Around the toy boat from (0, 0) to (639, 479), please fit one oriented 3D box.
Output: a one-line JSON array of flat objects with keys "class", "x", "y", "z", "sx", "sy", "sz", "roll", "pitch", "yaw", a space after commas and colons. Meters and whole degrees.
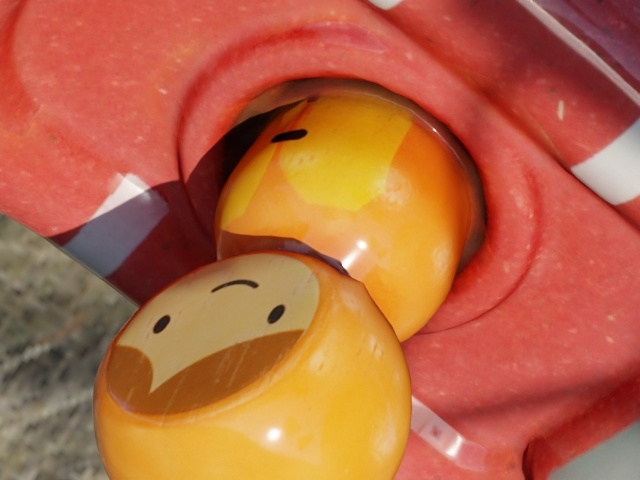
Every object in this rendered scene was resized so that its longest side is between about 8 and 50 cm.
[{"class": "toy boat", "x": 0.000, "y": 0.000, "z": 0.403, "sx": 0.231, "sy": 0.151, "sz": 0.151, "roll": 38, "pitch": 43, "yaw": -11}]
